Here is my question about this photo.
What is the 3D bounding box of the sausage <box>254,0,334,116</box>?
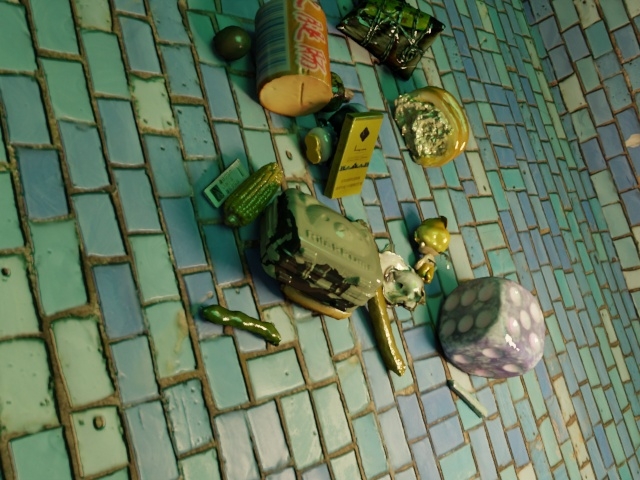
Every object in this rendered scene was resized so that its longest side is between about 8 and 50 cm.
[{"bbox_3d":[-0.086,-0.559,1.896,0.233,0.233,0.287,13,63,-39],"label":"sausage"}]

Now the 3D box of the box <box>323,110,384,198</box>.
[{"bbox_3d":[0.106,-0.267,1.959,0.041,0.279,0.153,34,32,33],"label":"box"}]

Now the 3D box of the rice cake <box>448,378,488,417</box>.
[{"bbox_3d":[0.507,0.543,2.134,0.207,0.033,0.033,44,50,-21],"label":"rice cake"}]

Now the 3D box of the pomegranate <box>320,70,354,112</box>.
[{"bbox_3d":[0.030,-0.483,2.058,0.163,0.126,0.138,30,33,-55],"label":"pomegranate"}]

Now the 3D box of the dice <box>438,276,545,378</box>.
[{"bbox_3d":[0.587,0.302,2.138,0.271,0.270,0.270,36,51,-27],"label":"dice"}]

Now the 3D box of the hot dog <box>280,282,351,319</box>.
[{"bbox_3d":[-0.006,0.172,1.773,0.249,0.076,0.102,23,20,-29],"label":"hot dog"}]

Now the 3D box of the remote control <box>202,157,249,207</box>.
[{"bbox_3d":[-0.258,-0.157,1.711,0.065,0.029,0.166,56,49,-21],"label":"remote control"}]

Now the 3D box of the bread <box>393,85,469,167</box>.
[{"bbox_3d":[0.451,-0.445,2.367,0.270,0.211,0.315,-23,92,-47],"label":"bread"}]

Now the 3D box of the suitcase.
[{"bbox_3d":[0.000,0.000,1.738,0.352,0.194,0.339,29,29,-26],"label":"suitcase"}]

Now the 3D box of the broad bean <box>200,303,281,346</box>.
[{"bbox_3d":[-0.197,0.215,1.604,0.256,0.052,0.052,28,97,-35],"label":"broad bean"}]

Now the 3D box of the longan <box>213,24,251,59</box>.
[{"bbox_3d":[-0.266,-0.588,1.841,0.119,0.106,0.106,30,42,20],"label":"longan"}]

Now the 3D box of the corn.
[{"bbox_3d":[-0.183,-0.126,1.715,0.097,0.097,0.261,51,49,-15],"label":"corn"}]

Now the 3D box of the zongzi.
[{"bbox_3d":[0.256,-0.843,2.349,0.384,0.319,0.362,20,60,-15],"label":"zongzi"}]

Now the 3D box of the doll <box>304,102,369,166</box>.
[{"bbox_3d":[0.078,-0.344,2.023,0.314,0.141,0.177,-32,126,-38],"label":"doll"}]

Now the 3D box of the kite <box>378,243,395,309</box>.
[{"bbox_3d":[0.160,0.086,2.014,0.335,0.011,0.314,-29,94,-46],"label":"kite"}]

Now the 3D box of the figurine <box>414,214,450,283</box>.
[{"bbox_3d":[0.385,0.028,2.180,0.156,0.131,0.246,23,73,-38],"label":"figurine"}]

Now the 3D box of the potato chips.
[{"bbox_3d":[0.186,0.221,1.907,0.057,0.080,0.406,-25,106,-46],"label":"potato chips"}]

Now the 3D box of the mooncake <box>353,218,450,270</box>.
[{"bbox_3d":[0.261,0.017,2.051,0.347,0.057,0.150,6,71,-20],"label":"mooncake"}]

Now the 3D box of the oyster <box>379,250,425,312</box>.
[{"bbox_3d":[0.245,0.135,2.012,0.214,0.083,0.222,-14,73,-53],"label":"oyster"}]
